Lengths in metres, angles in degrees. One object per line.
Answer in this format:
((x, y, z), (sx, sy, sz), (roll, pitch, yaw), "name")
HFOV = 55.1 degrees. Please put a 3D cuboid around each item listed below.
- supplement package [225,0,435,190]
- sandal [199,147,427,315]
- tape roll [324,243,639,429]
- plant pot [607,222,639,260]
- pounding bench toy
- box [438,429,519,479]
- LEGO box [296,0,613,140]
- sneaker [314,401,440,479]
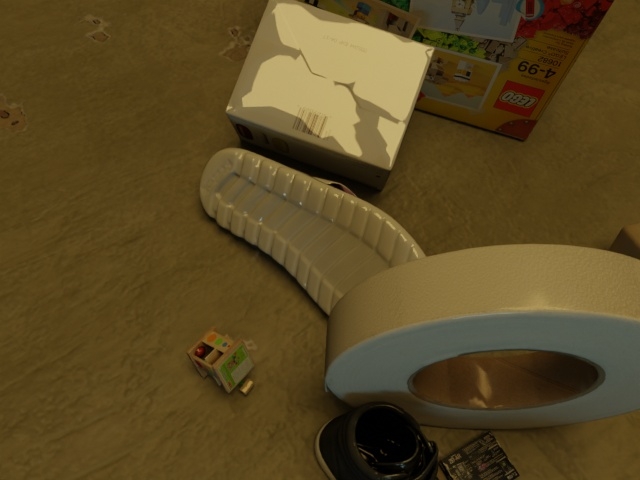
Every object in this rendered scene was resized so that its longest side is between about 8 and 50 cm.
((0.016, -0.226, 0.970), (0.261, 0.145, 0.204), (20, 84, 4), "supplement package")
((0.008, -0.012, 0.899), (0.416, 0.169, 0.102), (37, 21, 14), "sandal")
((0.197, 0.129, 0.683), (0.391, 0.392, 0.072), (6, 59, -5), "tape roll")
((0.517, 0.029, 0.960), (0.109, 0.109, 0.096), (-10, 49, -14), "plant pot")
((-0.128, 0.165, 0.809), (0.065, 0.083, 0.052), (16, 49, 39), "pounding bench toy")
((0.205, 0.297, 0.796), (0.083, 0.018, 0.067), (-23, 65, -21), "box")
((0.181, -0.418, 1.016), (0.499, 0.372, 0.193), (17, 58, 2), "LEGO box")
((0.118, 0.305, 0.704), (0.295, 0.147, 0.104), (41, 60, 14), "sneaker")
